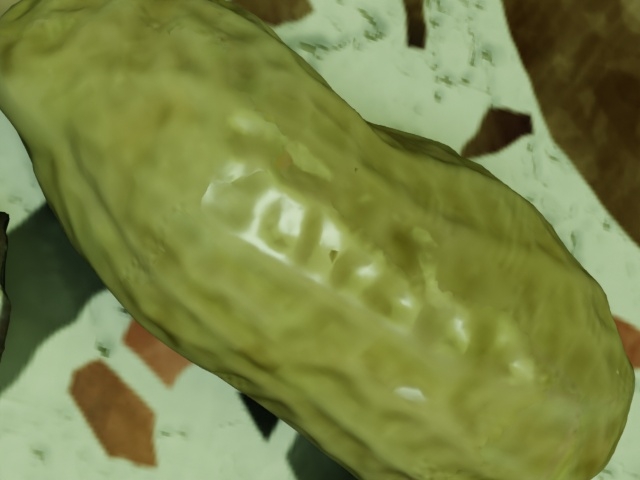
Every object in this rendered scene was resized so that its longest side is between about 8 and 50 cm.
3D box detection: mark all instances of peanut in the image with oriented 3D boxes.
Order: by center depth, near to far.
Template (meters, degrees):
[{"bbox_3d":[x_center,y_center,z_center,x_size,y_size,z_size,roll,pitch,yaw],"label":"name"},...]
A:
[{"bbox_3d":[0.000,0.000,0.589,0.325,0.140,0.153,40,52,-7],"label":"peanut"}]

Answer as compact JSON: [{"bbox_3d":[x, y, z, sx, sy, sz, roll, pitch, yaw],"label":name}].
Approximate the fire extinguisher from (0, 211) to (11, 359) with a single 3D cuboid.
[{"bbox_3d":[-0.254,-0.003,0.518,0.268,0.072,0.089,8,99,-21],"label":"fire extinguisher"}]
